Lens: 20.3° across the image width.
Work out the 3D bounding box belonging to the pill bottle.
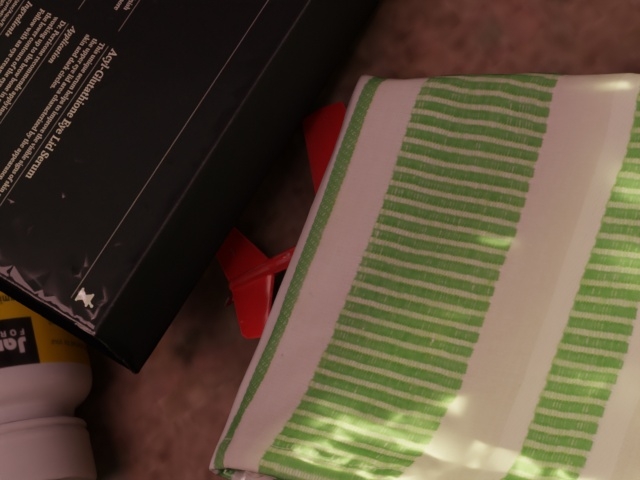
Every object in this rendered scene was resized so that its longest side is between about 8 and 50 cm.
[{"bbox_3d":[-0.197,0.047,1.019,0.119,0.119,0.208,-22,74,26],"label":"pill bottle"}]

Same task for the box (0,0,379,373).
[{"bbox_3d":[-0.108,-0.092,0.931,0.184,0.103,0.261,30,80,17],"label":"box"}]

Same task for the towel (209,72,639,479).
[{"bbox_3d":[0.107,0.026,0.810,0.325,0.038,0.248,3,65,43],"label":"towel"}]

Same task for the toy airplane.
[{"bbox_3d":[0.000,0.000,0.965,0.151,0.028,0.151,-5,80,29],"label":"toy airplane"}]
